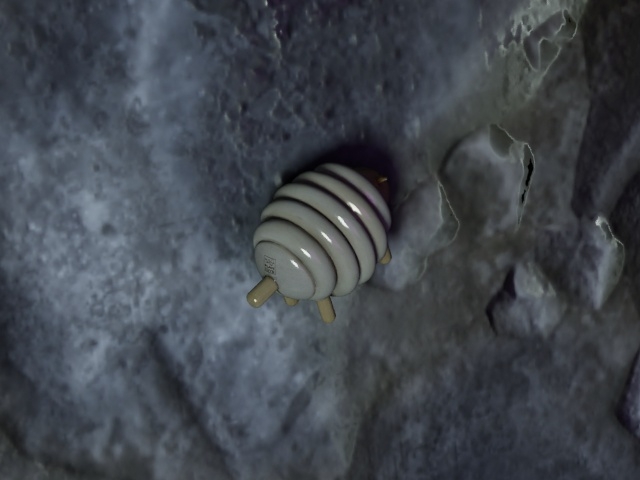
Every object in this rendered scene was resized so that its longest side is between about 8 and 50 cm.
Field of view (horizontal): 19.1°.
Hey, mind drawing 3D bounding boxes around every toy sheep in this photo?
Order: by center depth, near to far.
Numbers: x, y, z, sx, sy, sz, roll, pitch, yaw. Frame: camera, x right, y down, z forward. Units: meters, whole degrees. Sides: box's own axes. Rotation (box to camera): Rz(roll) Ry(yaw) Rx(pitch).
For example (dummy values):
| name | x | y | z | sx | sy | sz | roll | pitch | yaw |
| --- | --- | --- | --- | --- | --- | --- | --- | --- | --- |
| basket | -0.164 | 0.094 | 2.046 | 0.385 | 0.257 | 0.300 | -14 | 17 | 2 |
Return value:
| name | x | y | z | sx | sy | sz | roll | pitch | yaw |
| --- | --- | --- | --- | --- | --- | --- | --- | --- | --- |
| toy sheep | 0.000 | 0.000 | 1.223 | 0.132 | 0.091 | 0.091 | -49 | 120 | -29 |
